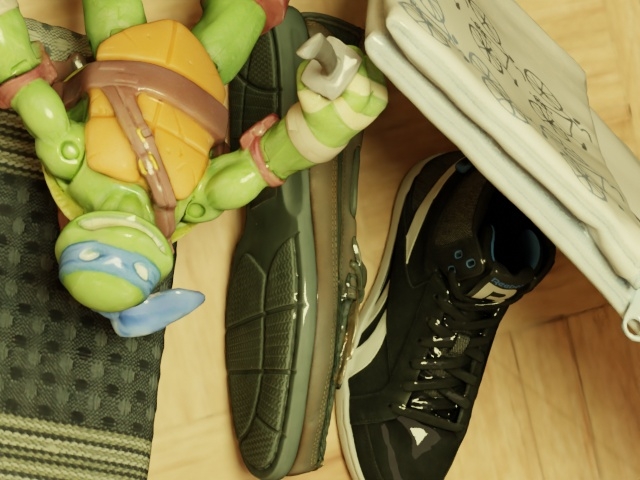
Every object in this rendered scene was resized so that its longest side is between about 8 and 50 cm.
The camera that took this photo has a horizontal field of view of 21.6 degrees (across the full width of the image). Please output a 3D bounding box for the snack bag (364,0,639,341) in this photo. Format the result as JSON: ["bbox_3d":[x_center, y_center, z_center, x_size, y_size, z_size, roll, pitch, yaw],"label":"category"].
[{"bbox_3d":[0.147,-0.038,0.903,0.037,0.323,0.342,-41,104,17],"label":"snack bag"}]

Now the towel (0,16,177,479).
[{"bbox_3d":[-0.228,0.010,0.835,0.324,0.056,0.312,15,68,-25],"label":"towel"}]

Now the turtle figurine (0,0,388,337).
[{"bbox_3d":[-0.069,-0.117,0.794,0.275,0.197,0.266,68,22,-45],"label":"turtle figurine"}]

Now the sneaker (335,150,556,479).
[{"bbox_3d":[0.073,0.049,0.950,0.079,0.121,0.217,13,82,-20],"label":"sneaker"}]

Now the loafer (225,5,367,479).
[{"bbox_3d":[0.000,0.000,0.942,0.084,0.096,0.268,3,84,-28],"label":"loafer"}]
